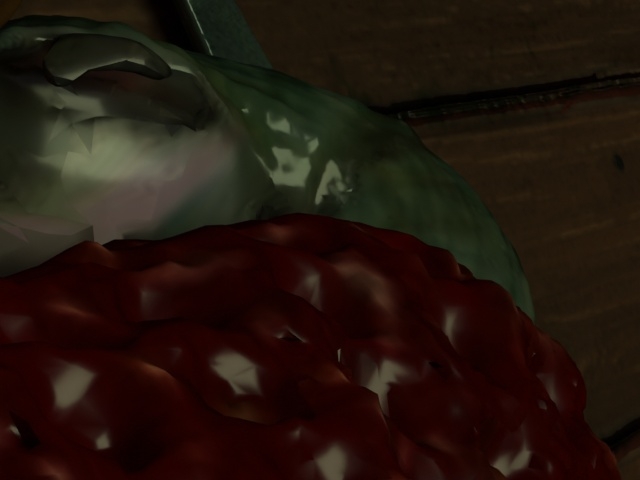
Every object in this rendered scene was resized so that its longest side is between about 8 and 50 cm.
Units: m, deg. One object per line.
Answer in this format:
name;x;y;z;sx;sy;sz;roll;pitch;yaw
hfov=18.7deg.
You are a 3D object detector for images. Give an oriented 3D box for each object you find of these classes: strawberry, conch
strawberry;-0.033;0.133;0.452;0.345;0.295;0.317;-35;96;-35
conch;-0.033;0.034;0.660;0.220;0.195;0.277;-47;132;-42

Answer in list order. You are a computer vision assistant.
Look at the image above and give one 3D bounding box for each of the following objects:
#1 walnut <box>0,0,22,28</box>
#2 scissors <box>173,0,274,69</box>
walnut;-0.168;-0.135;0.538;0.195;0.221;0.195;179;-90;-89
scissors;0.000;0.000;0.833;0.192;0.029;0.447;-31;96;-56
